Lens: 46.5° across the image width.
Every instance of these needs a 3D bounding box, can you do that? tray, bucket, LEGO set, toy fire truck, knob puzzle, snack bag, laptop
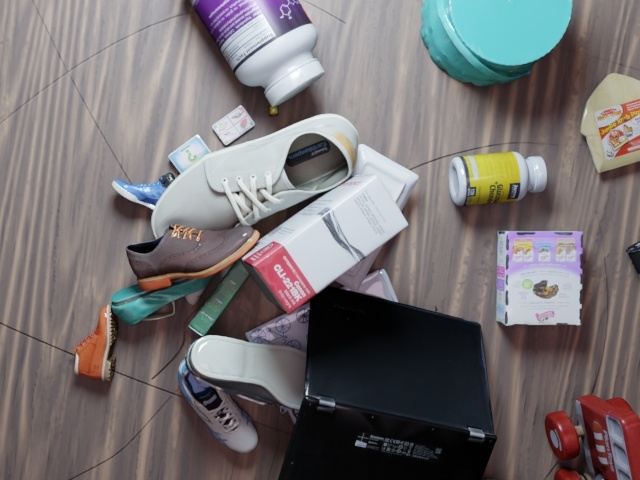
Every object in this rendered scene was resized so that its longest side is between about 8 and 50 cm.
[{"bbox_3d":[0.078,-0.045,1.504,0.145,0.030,0.270,29,92,-7],"label":"tray"},{"bbox_3d":[0.346,-0.449,1.475,0.281,0.183,0.281,0,93,-5],"label":"bucket"},{"bbox_3d":[-0.158,-0.168,1.513,0.244,0.060,0.182,-36,99,-3],"label":"LEGO set"},{"bbox_3d":[0.589,0.466,1.502,0.169,0.254,0.302,-11,93,-4],"label":"toy fire truck"},{"bbox_3d":[0.638,-0.259,1.585,0.213,0.030,0.213,0,93,-4],"label":"knob puzzle"},{"bbox_3d":[0.056,0.276,1.560,0.323,0.037,0.343,-24,95,-4],"label":"snack bag"},{"bbox_3d":[0.121,0.348,1.476,0.381,0.236,0.408,14,102,-11],"label":"laptop"}]

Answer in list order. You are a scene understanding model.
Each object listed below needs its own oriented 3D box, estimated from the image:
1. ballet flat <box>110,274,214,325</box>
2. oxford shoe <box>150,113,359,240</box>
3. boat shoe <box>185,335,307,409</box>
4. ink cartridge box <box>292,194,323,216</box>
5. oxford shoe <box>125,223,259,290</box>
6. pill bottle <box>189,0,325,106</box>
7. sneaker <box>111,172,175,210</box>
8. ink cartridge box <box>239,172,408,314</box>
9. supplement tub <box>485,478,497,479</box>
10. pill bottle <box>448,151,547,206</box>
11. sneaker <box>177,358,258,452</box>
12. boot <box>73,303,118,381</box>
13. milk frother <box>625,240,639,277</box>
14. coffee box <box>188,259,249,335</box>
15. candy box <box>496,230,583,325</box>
[{"bbox_3d":[-0.298,0.102,1.511,0.247,0.083,0.087,-24,119,-3],"label":"ballet flat"},{"bbox_3d":[-0.129,-0.104,1.434,0.449,0.130,0.169,-25,119,6],"label":"oxford shoe"},{"bbox_3d":[-0.118,0.267,1.483,0.319,0.099,0.116,20,63,-21],"label":"boat shoe"},{"bbox_3d":[0.054,-0.068,1.538,0.207,0.046,0.097,-34,96,-2],"label":"ink cartridge box"},{"bbox_3d":[-0.247,0.014,1.408,0.271,0.097,0.098,-19,114,15],"label":"oxford shoe"},{"bbox_3d":[-0.127,-0.429,1.439,0.181,0.181,0.323,-33,95,-2],"label":"pill bottle"},{"bbox_3d":[-0.335,-0.107,1.497,0.152,0.058,0.085,27,96,-10],"label":"sneaker"},{"bbox_3d":[0.000,0.000,1.368,0.272,0.197,0.114,-37,101,-9],"label":"ink cartridge box"},{"bbox_3d":[0.359,0.654,1.524,0.191,0.191,0.272,24,91,-5],"label":"supplement tub"},{"bbox_3d":[0.363,-0.128,1.531,0.184,0.103,0.103,-6,93,-4],"label":"pill bottle"},{"bbox_3d":[-0.212,0.341,1.517,0.085,0.086,0.237,-37,96,-4],"label":"sneaker"},{"bbox_3d":[-0.455,0.204,1.506,0.084,0.059,0.158,8,93,0],"label":"boot"},{"bbox_3d":[0.738,0.053,1.550,0.129,0.143,0.135,-27,92,-10],"label":"milk frother"},{"bbox_3d":[-0.189,0.101,1.495,0.040,0.113,0.184,37,91,-2],"label":"coffee box"},{"bbox_3d":[0.458,0.078,1.566,0.164,0.070,0.196,1,92,-5],"label":"candy box"}]
